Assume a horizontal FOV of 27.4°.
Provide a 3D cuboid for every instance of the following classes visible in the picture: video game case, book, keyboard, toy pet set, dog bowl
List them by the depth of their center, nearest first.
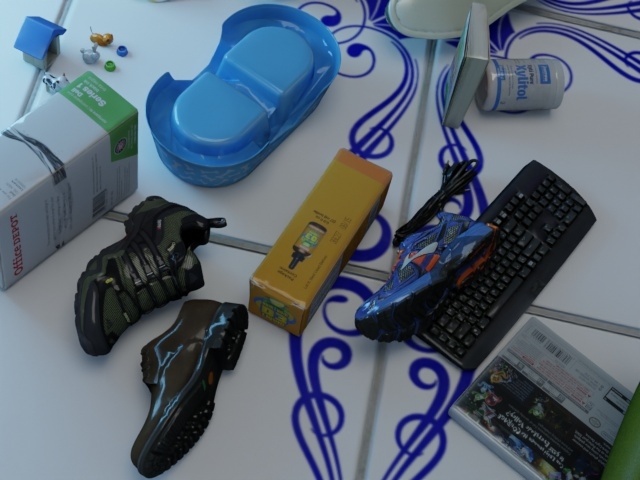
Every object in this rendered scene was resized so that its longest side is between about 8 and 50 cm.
[{"bbox_3d":[0.273,0.203,1.535,0.190,0.022,0.173,39,59,14],"label":"video game case"},{"bbox_3d":[0.196,0.003,1.645,0.201,0.033,0.317,35,58,14],"label":"keyboard"},{"bbox_3d":[-0.100,-0.183,1.688,0.166,0.074,0.297,35,58,13],"label":"dog bowl"},{"bbox_3d":[-0.327,-0.251,1.698,0.114,0.065,0.122,26,57,7],"label":"toy pet set"},{"bbox_3d":[0.191,-0.229,1.723,0.035,0.144,0.096,10,56,-3],"label":"book"}]

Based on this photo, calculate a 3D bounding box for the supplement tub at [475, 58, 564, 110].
[{"bbox_3d":[0.268,-0.210,1.768,0.107,0.071,0.071,-3,58,-10],"label":"supplement tub"}]

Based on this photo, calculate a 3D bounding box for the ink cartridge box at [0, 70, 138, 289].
[{"bbox_3d":[-0.320,-0.069,1.526,0.092,0.160,0.219,40,60,17],"label":"ink cartridge box"}]

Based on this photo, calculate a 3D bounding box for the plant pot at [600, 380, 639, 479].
[{"bbox_3d":[0.432,0.297,1.335,0.366,0.366,0.353,33,70,12],"label":"plant pot"}]

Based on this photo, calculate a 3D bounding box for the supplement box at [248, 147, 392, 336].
[{"bbox_3d":[0.000,0.000,1.586,0.078,0.080,0.233,28,56,10],"label":"supplement box"}]

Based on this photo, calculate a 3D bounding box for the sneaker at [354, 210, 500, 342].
[{"bbox_3d":[0.116,0.042,1.553,0.087,0.083,0.221,33,54,31],"label":"sneaker"}]

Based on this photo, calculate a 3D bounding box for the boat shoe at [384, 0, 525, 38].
[{"bbox_3d":[0.214,-0.354,1.840,0.305,0.091,0.109,-25,102,-21],"label":"boat shoe"}]

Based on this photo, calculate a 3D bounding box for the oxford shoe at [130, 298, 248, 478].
[{"bbox_3d":[-0.165,0.162,1.464,0.096,0.082,0.227,12,53,18],"label":"oxford shoe"}]

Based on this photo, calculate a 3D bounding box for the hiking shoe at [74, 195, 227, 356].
[{"bbox_3d":[-0.196,0.040,1.506,0.114,0.086,0.227,10,53,24],"label":"hiking shoe"}]
